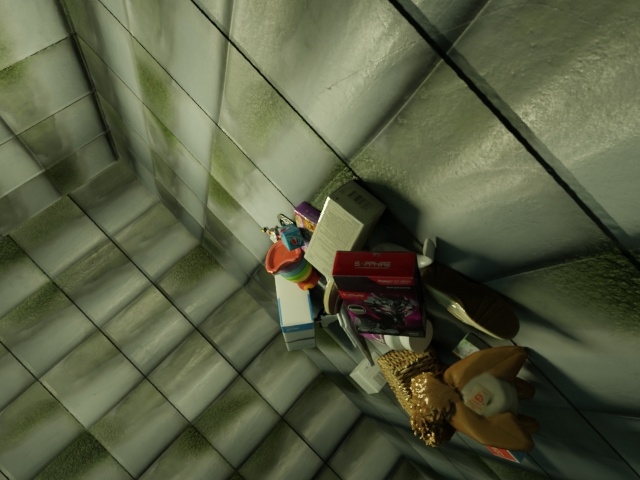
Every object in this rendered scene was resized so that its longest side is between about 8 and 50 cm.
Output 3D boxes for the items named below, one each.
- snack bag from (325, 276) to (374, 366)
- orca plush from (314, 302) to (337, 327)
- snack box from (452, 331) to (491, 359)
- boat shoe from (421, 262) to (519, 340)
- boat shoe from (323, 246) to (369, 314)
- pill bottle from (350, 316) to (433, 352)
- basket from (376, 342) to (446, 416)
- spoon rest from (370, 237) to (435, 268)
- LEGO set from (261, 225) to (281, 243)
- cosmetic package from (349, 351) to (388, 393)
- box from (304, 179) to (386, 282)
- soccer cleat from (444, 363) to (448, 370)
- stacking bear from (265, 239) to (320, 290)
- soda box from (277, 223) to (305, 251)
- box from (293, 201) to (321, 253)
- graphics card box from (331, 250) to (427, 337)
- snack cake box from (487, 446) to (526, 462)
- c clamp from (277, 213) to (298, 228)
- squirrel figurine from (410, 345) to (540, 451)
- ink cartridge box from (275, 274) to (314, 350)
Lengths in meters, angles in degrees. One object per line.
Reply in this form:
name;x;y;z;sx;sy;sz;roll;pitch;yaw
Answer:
snack bag;0.124;0.344;1.836;0.342;0.037;0.323;59;-173;-40
orca plush;0.043;0.387;2.253;0.151;0.102;0.287;-6;156;4
snack box;0.515;0.375;1.423;0.100;0.037;0.141;38;155;20
boat shoe;0.416;0.179;1.189;0.302;0.109;0.098;36;162;36
boat shoe;0.104;0.154;1.568;0.123;0.123;0.341;23;119;17
pill bottle;0.266;0.315;1.586;0.302;0.169;0.169;9;138;55
basket;0.380;0.528;1.631;0.223;0.214;0.299;61;173;4
spoon rest;0.240;0.057;1.283;0.084;0.137;0.276;31;154;-28
LEGO set;-0.198;0.021;2.051;0.244;0.060;0.182;47;154;-2
cosmetic package;0.276;0.713;2.260;0.151;0.151;0.183;43;156;8
box;0.068;-0.020;1.330;0.148;0.121;0.311;41;141;13
soccer cleat;0.512;0.561;1.691;0.196;0.076;0.068;38;156;20
stacking bear;-0.106;0.132;1.945;0.289;0.175;0.164;51;-168;-43
soda box;-0.121;-0.016;1.706;0.210;0.067;0.071;-146;36;-74
box;0.000;0.000;1.664;0.201;0.057;0.293;36;156;26
graphics card box;0.192;0.172;1.283;0.233;0.094;0.370;0;143;19
snack cake box;0.686;0.757;1.701;0.264;0.089;0.152;47;156;-2
c clamp;-0.132;-0.048;1.862;0.161;0.022;0.137;37;156;20
squirrel figurine;0.484;0.524;1.363;0.397;0.280;0.370;-10;153;18
ink cartridge box;-0.127;0.381;2.219;0.394;0.166;0.285;87;173;-58
